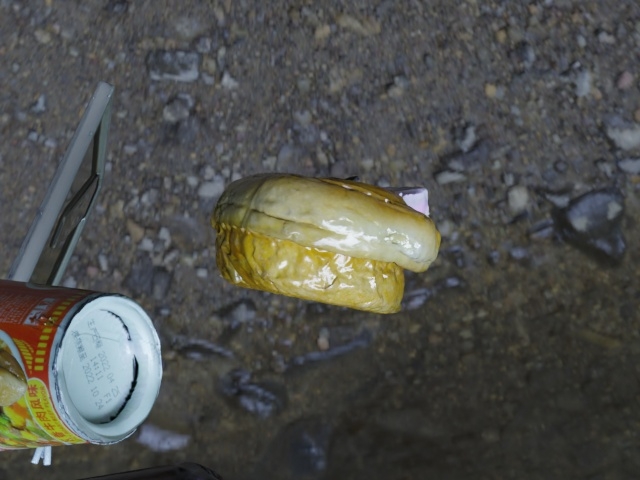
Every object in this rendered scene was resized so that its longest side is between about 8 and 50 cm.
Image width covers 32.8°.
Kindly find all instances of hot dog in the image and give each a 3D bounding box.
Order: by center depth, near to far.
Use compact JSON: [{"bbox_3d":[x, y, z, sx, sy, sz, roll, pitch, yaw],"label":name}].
[{"bbox_3d":[-0.187,0.070,0.541,0.090,0.030,0.034,-11,138,-43],"label":"hot dog"}]

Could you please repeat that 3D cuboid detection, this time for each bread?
[{"bbox_3d":[-0.003,-0.001,1.049,0.198,0.236,0.120,14,85,-22],"label":"bread"}]

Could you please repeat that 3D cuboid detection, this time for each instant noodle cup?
[{"bbox_3d":[-0.266,0.114,0.988,0.212,0.193,0.193,-3,128,34],"label":"instant noodle cup"}]

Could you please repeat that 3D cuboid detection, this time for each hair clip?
[{"bbox_3d":[-0.424,0.288,1.668,0.030,0.115,0.039,12,153,-22],"label":"hair clip"}]

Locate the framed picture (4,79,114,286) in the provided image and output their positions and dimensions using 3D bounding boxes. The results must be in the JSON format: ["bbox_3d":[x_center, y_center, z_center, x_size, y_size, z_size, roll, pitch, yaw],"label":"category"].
[{"bbox_3d":[-0.393,-0.020,1.648,0.028,0.326,0.446,22,160,-7],"label":"framed picture"}]

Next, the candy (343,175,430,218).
[{"bbox_3d":[0.031,-0.010,1.537,0.155,0.265,0.116,11,109,37],"label":"candy"}]

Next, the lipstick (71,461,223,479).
[{"bbox_3d":[-0.203,0.137,0.412,0.356,0.057,0.057,-13,123,12],"label":"lipstick"}]
